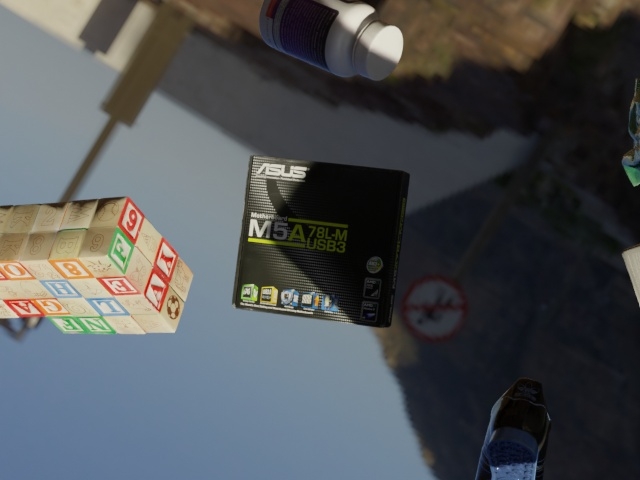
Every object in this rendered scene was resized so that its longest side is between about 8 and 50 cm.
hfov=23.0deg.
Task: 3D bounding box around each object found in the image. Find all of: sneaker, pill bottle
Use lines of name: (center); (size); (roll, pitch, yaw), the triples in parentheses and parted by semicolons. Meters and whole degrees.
sneaker: (0.223, 0.242, 1.788); (0.081, 0.090, 0.232); (17, 149, 9)
pill bottle: (0.017, -0.292, 2.202); (0.193, 0.108, 0.108); (27, 178, 34)

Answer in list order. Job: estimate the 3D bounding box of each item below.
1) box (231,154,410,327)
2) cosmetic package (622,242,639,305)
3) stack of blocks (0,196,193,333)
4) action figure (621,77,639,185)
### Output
box: (0.000, 0.000, 1.837); (0.190, 0.184, 0.045); (8, -179, 16)
cosmetic package: (0.454, 0.015, 1.652); (0.127, 0.107, 0.238); (-13, 172, -43)
stack of blocks: (-0.331, 0.037, 1.946); (0.297, 0.087, 0.171); (-2, 145, 27)
action figure: (0.402, -0.133, 1.885); (0.063, 0.137, 0.232); (-3, -178, 6)
